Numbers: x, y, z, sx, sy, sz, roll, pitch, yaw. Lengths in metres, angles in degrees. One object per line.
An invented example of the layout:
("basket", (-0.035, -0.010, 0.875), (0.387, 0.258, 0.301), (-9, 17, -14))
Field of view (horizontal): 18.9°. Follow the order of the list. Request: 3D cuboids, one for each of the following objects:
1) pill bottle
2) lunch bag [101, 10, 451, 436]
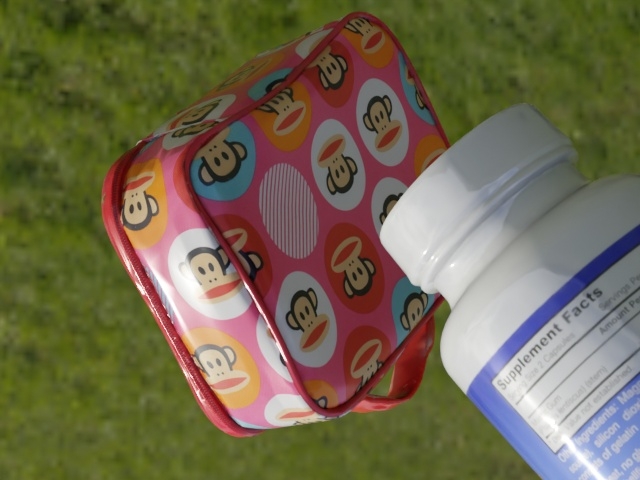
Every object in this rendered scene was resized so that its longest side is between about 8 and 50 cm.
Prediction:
("pill bottle", (0.159, 0.062, 1.002), (0.152, 0.272, 0.152), (-39, 165, -12))
("lunch bag", (0.000, 0.000, 1.364), (0.120, 0.293, 0.258), (-18, 105, 38))
